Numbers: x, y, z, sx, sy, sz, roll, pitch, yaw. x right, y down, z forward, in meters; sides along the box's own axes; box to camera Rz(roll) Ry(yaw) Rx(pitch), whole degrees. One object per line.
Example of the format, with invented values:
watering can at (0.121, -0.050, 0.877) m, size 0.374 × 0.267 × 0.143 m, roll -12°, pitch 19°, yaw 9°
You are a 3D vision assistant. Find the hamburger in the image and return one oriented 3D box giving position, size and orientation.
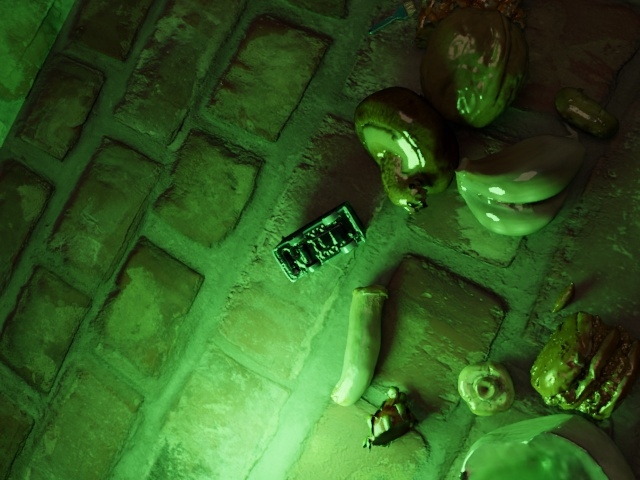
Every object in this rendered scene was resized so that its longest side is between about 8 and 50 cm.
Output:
hamburger at (0.631, 0.311, 1.515) m, size 0.211 × 0.245 × 0.260 m, roll 32°, pitch 128°, yaw 16°

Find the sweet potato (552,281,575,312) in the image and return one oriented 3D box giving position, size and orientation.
sweet potato at (0.631, 0.151, 1.647) m, size 0.034 × 0.034 × 0.095 m, roll 38°, pitch 105°, yaw 23°

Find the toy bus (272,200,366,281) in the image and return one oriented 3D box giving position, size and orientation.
toy bus at (0.000, 0.000, 1.860) m, size 0.256 × 0.147 × 0.128 m, roll -30°, pitch 99°, yaw 14°

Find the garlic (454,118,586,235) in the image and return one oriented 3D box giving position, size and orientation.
garlic at (0.559, -0.150, 1.681) m, size 0.340 × 0.231 × 0.246 m, roll -26°, pitch 27°, yaw -2°

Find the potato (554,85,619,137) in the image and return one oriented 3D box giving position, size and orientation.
potato at (0.699, -0.335, 1.687) m, size 0.188 × 0.085 × 0.105 m, roll 39°, pitch 57°, yaw 18°

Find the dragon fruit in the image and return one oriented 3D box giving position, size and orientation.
dragon fruit at (0.190, 0.486, 1.717) m, size 0.142 × 0.138 × 0.175 m, roll 16°, pitch 49°, yaw -13°

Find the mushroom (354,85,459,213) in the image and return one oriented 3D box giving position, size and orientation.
mushroom at (0.218, -0.255, 1.742) m, size 0.345 × 0.345 × 0.259 m, roll 36°, pitch 74°, yaw 23°

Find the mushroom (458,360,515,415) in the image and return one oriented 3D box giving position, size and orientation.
mushroom at (0.428, 0.379, 1.638) m, size 0.148 × 0.112 × 0.148 m, roll -1°, pitch 85°, yaw 15°

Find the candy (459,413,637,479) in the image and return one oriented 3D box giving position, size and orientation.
candy at (0.560, 0.622, 1.497) m, size 0.386 × 0.186 × 0.426 m, roll -37°, pitch 71°, yaw 20°

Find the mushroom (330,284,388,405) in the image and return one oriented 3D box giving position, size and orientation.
mushroom at (0.113, 0.294, 1.794) m, size 0.123 × 0.095 × 0.351 m, roll 9°, pitch 82°, yaw 43°

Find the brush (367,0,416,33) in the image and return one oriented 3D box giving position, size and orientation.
brush at (0.221, -0.690, 1.983) m, size 0.164 × 0.014 × 0.051 m, roll -25°, pitch 70°, yaw 16°

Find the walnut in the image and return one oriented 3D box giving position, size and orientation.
walnut at (0.411, -0.463, 1.709) m, size 0.277 × 0.252 × 0.313 m, roll 26°, pitch 120°, yaw 12°

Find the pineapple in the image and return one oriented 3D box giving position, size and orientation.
pineapple at (0.403, -0.733, 1.813) m, size 0.344 × 0.209 × 0.286 m, roll -3°, pitch 79°, yaw 22°
